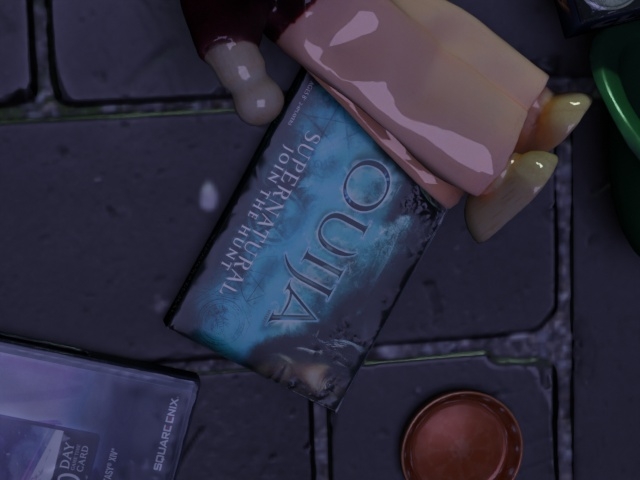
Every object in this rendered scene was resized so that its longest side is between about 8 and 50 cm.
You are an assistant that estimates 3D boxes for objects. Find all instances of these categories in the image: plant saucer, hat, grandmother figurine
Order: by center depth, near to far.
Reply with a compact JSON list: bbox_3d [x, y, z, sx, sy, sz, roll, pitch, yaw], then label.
[{"bbox_3d":[-0.007,-0.143,0.974,0.342,0.208,0.104,40,133,-7],"label":"grandmother figurine"},{"bbox_3d":[0.208,-0.010,1.072,0.173,0.208,0.183,-6,146,-38],"label":"hat"},{"bbox_3d":[0.092,0.138,1.100,0.083,0.013,0.083,-2,102,-11],"label":"plant saucer"}]

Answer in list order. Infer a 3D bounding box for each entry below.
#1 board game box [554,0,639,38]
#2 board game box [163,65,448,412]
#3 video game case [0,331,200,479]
[{"bbox_3d":[0.245,-0.233,1.022,0.243,0.042,0.165,-15,85,-8],"label":"board game box"},{"bbox_3d":[0.000,0.000,1.050,0.126,0.026,0.186,28,94,-14],"label":"board game box"},{"bbox_3d":[-0.230,0.149,1.034,0.274,0.026,0.196,13,97,-14],"label":"video game case"}]
